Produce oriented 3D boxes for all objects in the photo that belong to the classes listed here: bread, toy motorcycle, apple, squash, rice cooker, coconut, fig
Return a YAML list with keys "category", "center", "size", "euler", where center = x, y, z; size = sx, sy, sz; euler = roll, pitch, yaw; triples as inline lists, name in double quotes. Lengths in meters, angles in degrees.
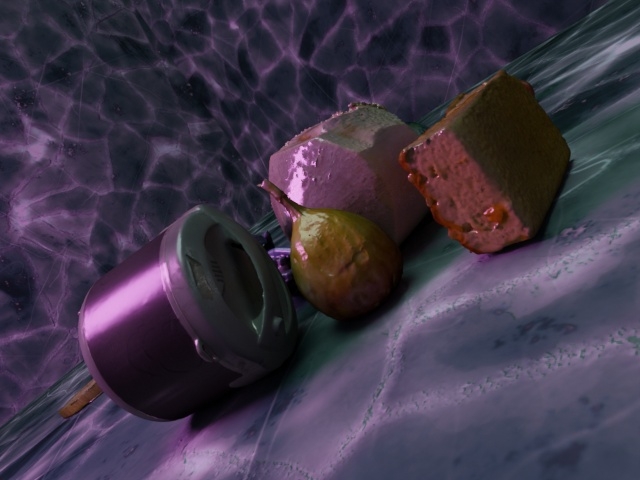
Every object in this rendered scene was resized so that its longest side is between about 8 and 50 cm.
- category: "bread"
  center: [0.234, -0.113, 0.687]
  size: [0.114, 0.185, 0.275]
  euler: [-34, 8, 44]
- category: "toy motorcycle"
  center: [-0.132, 0.059, 1.172]
  size: [0.232, 0.172, 0.416]
  euler: [-25, 11, -38]
- category: "apple"
  center: [0.517, -0.379, 1.303]
  size: [0.084, 0.084, 0.071]
  euler: [-32, -7, 20]
- category: "squash"
  center: [-0.732, 0.472, 1.576]
  size: [0.219, 0.041, 0.219]
  euler: [-34, 9, 6]
- category: "rice cooker"
  center: [-0.193, 0.111, 0.784]
  size: [0.277, 0.288, 0.288]
  euler: [-34, 9, 17]
- category: "coconut"
  center: [0.050, -0.092, 0.920]
  size: [0.297, 0.298, 0.309]
  euler: [-24, 12, 48]
- category: "fig"
  center: [0.000, 0.000, 0.745]
  size: [0.159, 0.257, 0.159]
  euler: [-46, -2, -2]

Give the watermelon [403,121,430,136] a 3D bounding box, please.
- category: "watermelon"
  center: [0.261, -0.270, 1.470]
  size: [0.260, 0.256, 0.176]
  euler: [-47, -31, -20]
